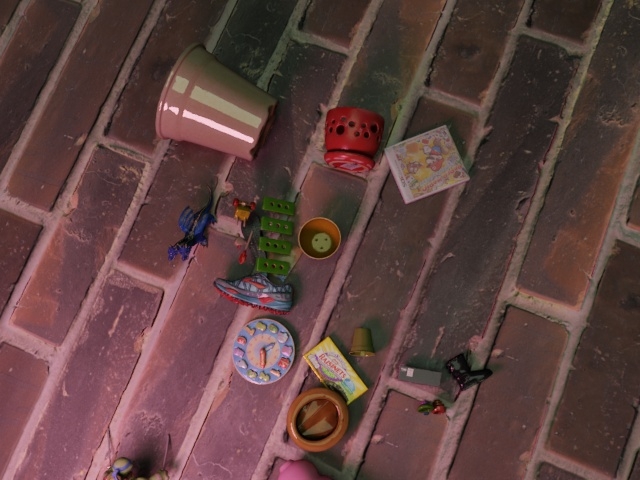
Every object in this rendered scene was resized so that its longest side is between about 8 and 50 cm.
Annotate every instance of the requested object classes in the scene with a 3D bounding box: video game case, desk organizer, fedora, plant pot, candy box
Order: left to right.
[{"bbox_3d":[-0.314,-0.417,1.661,0.306,0.334,0.333,25,83,-3],"label":"plant pot"},{"bbox_3d":[-0.008,0.544,1.566,0.195,0.079,0.194,0,77,1],"label":"fedora"},{"bbox_3d":[0.000,0.000,1.653,0.134,0.095,0.134,-1,80,4],"label":"plant pot"},{"bbox_3d":[0.047,0.414,1.611,0.105,0.027,0.205,-37,80,-5],"label":"candy box"},{"bbox_3d":[0.100,-0.321,1.656,0.191,0.191,0.173,10,85,6],"label":"plant pot"},{"bbox_3d":[0.132,0.317,1.601,0.084,0.083,0.079,1,68,5],"label":"plant pot"},{"bbox_3d":[0.305,0.417,1.578,0.130,0.050,0.047,8,81,6],"label":"desk organizer"},{"bbox_3d":[0.351,-0.254,1.705,0.227,0.026,0.206,-21,79,0],"label":"video game case"}]

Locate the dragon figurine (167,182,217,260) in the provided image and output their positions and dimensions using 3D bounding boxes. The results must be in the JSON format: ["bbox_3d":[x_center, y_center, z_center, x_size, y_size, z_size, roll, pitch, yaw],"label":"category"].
[{"bbox_3d":[-0.406,-0.057,1.670,0.085,0.144,0.289,19,82,7],"label":"dragon figurine"}]

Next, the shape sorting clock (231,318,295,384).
[{"bbox_3d":[-0.184,0.353,1.633,0.207,0.040,0.206,-1,80,4],"label":"shape sorting clock"}]

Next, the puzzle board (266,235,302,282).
[{"bbox_3d":[-0.129,0.063,1.696,0.096,0.011,0.128,30,84,8],"label":"puzzle board"}]

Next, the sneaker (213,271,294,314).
[{"bbox_3d":[-0.211,0.153,1.654,0.262,0.104,0.125,17,71,-1],"label":"sneaker"}]

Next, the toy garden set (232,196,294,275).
[{"bbox_3d":[-0.195,-0.020,1.654,0.204,0.049,0.244,11,76,-24],"label":"toy garden set"}]

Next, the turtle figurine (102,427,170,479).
[{"bbox_3d":[-0.563,0.747,1.565,0.198,0.275,0.266,0,100,-18],"label":"turtle figurine"}]

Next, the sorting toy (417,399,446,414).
[{"bbox_3d":[0.334,0.502,1.558,0.102,0.061,0.042,18,47,-26],"label":"sorting toy"}]

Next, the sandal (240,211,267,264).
[{"bbox_3d":[-0.219,-0.005,1.702,0.067,0.040,0.179,-14,87,5],"label":"sandal"}]

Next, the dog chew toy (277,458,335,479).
[{"bbox_3d":[-0.002,0.781,1.470,0.207,0.206,0.332,-41,72,-3],"label":"dog chew toy"}]

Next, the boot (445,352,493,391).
[{"bbox_3d":[0.454,0.395,1.575,0.121,0.045,0.099,-28,76,0],"label":"boot"}]
